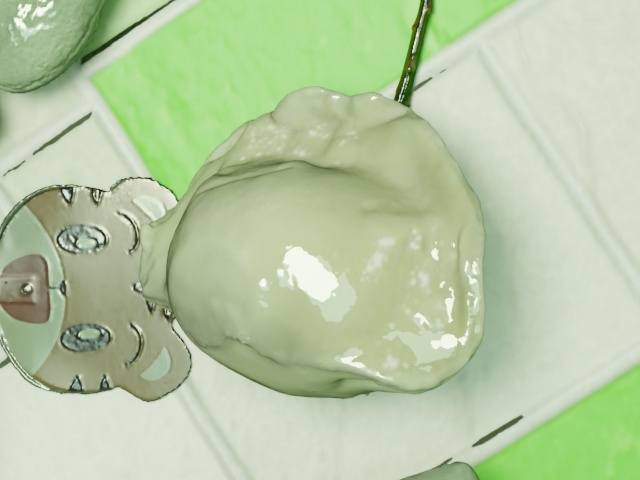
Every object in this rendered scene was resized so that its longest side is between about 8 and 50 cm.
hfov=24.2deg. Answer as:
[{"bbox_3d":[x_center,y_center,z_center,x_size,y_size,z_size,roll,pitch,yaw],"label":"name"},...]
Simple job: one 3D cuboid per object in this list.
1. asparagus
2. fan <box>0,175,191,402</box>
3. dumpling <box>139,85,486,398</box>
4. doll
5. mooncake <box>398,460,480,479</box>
[{"bbox_3d":[0.059,-0.119,0.967,0.016,0.013,0.166,15,95,-4],"label":"asparagus"},{"bbox_3d":[-0.200,0.035,1.011,0.227,0.008,0.152,-1,93,7],"label":"fan"},{"bbox_3d":[0.000,0.000,0.916,0.258,0.147,0.193,24,86,36],"label":"dumpling"},{"bbox_3d":[-0.189,-0.162,0.969,0.103,0.071,0.214,33,93,4],"label":"doll"},{"bbox_3d":[0.015,0.280,0.898,0.250,0.136,0.254,-19,47,7],"label":"mooncake"}]
